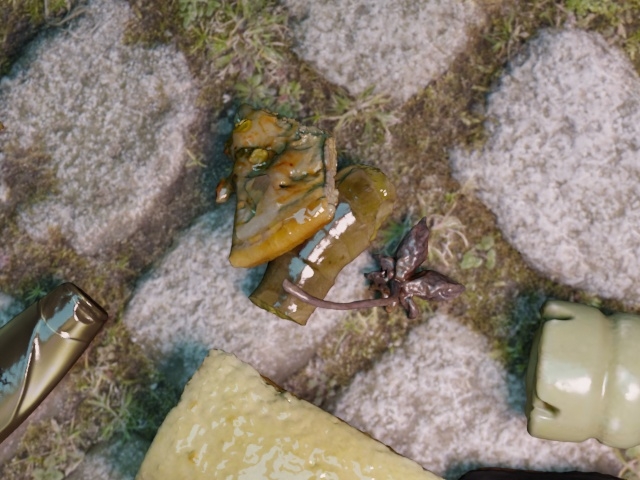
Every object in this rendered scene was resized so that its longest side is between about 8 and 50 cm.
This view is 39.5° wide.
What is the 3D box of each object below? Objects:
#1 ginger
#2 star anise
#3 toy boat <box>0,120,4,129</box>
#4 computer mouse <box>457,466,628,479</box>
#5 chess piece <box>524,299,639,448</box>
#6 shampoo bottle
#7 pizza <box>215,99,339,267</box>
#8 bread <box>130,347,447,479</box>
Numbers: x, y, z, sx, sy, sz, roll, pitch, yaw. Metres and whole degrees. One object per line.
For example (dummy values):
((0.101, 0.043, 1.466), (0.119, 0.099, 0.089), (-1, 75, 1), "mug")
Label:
((0.000, 0.000, 1.270), (0.263, 0.116, 0.109), (-54, 38, -1), "ginger")
((0.082, 0.047, 1.190), (0.218, 0.227, 0.148), (9, 99, 11), "star anise")
((-0.584, -0.186, 1.390), (0.172, 0.065, 0.066), (9, 60, 5), "toy boat")
((0.304, 0.388, 1.150), (0.323, 0.116, 0.183), (0, 89, 18), "computer mouse")
((0.490, 0.196, 1.127), (0.442, 0.234, 0.234), (7, 79, 10), "chess piece")
((-0.459, 0.205, 1.285), (0.350, 0.084, 0.125), (-43, 76, -4), "shampoo bottle")
((-0.068, -0.105, 1.258), (0.189, 0.071, 0.297), (-23, 48, 19), "pizza")
((-0.045, 0.327, 1.176), (0.375, 0.165, 0.237), (29, 79, 11), "bread")
